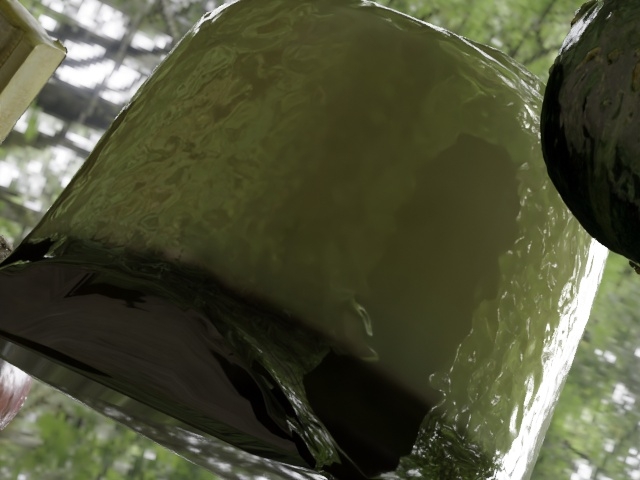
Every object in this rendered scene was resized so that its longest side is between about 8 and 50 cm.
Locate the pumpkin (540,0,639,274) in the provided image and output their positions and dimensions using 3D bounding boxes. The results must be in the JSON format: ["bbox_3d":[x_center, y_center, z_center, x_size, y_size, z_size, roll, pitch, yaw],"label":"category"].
[{"bbox_3d":[0.183,-0.037,0.618,0.190,0.190,0.146,24,-87,49],"label":"pumpkin"}]

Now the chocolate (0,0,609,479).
[{"bbox_3d":[0.000,0.000,0.823,0.314,0.326,0.297,17,-102,29],"label":"chocolate"}]

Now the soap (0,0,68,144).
[{"bbox_3d":[-0.284,-0.066,1.057,0.092,0.037,0.252,44,-77,31],"label":"soap"}]

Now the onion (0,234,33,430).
[{"bbox_3d":[-0.398,0.082,1.393,0.276,0.276,0.276,-21,-121,40],"label":"onion"}]
